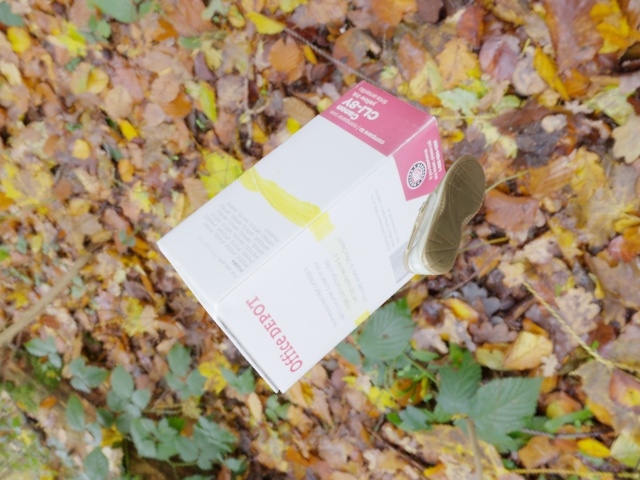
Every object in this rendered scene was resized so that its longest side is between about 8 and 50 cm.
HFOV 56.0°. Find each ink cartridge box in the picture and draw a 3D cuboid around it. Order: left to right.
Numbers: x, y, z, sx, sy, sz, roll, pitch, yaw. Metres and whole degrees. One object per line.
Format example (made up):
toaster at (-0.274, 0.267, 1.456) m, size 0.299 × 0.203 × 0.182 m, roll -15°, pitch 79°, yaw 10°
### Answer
ink cartridge box at (0.000, 0.000, 0.886) m, size 0.160 × 0.385 × 0.279 m, roll 40°, pitch 164°, yaw 36°

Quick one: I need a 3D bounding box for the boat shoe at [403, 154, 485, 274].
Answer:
boat shoe at (0.113, -0.025, 0.563) m, size 0.050 × 0.135 × 0.045 m, roll 43°, pitch 149°, yaw -18°
